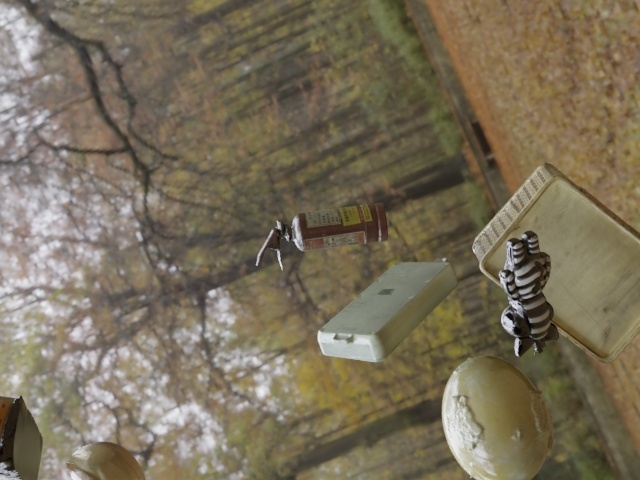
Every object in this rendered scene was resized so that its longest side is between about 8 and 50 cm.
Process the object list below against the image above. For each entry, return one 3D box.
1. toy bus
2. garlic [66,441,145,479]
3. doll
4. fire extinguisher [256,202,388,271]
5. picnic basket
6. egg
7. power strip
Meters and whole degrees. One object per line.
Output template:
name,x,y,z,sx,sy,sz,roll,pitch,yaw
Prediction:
toy bus,-0.735,0.464,2.154,0.386,0.162,0.171,107,167,-62
garlic,-0.444,0.520,2.054,0.206,0.128,0.115,47,-172,-4
doll,0.326,0.087,1.516,0.067,0.091,0.219,32,141,55
fire extinguisher,0.000,-0.003,1.799,0.075,0.252,0.106,118,144,-84
picnic basket,0.458,0.040,1.732,0.313,0.228,0.175,37,-168,-3
egg,0.265,0.271,1.450,0.164,0.164,0.201,45,-154,-70
power strip,0.108,0.103,1.491,0.270,0.118,0.046,-38,-63,-44
